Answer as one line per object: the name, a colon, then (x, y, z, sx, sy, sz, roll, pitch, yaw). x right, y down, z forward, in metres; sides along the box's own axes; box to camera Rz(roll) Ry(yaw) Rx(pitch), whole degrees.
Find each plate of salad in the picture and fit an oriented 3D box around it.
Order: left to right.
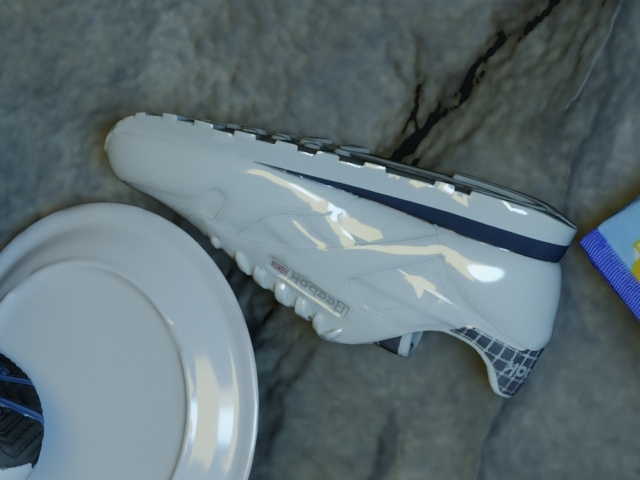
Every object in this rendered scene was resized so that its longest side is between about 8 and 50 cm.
plate of salad: (-0.106, 0.081, 0.940, 0.200, 0.048, 0.200, -3, 84, 33)

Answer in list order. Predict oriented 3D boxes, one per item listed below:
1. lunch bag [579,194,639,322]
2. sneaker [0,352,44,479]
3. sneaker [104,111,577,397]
lunch bag: (0.277, 0.031, 0.852, 0.221, 0.138, 0.293, -38, 68, 7)
sneaker: (-0.211, 0.083, 0.941, 0.211, 0.080, 0.081, 22, 104, 41)
sneaker: (0.000, 0.000, 0.918, 0.235, 0.090, 0.095, 17, 101, 14)
